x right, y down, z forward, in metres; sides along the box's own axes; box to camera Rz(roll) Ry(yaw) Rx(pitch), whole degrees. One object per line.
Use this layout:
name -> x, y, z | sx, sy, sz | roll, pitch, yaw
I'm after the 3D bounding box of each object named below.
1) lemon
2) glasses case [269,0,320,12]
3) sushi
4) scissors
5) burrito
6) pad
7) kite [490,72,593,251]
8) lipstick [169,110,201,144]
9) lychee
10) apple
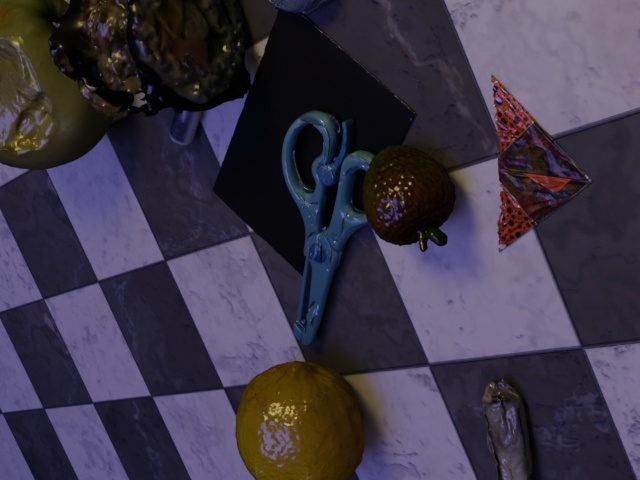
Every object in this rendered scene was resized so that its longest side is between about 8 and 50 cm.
lemon -> -0.031, 0.283, 1.403 | 0.192, 0.192, 0.231 | 15, 122, 39
glasses case -> -0.090, -0.399, 1.171 | 0.282, 0.067, 0.109 | 48, 135, 12
sushi -> -0.230, -0.270, 1.261 | 0.219, 0.238, 0.225 | -9, 112, 28
scissors -> 0.000, 0.000, 1.325 | 0.180, 0.032, 0.393 | 35, 133, 27
burrito -> 0.245, 0.265, 1.232 | 0.058, 0.045, 0.188 | -6, 107, 20
pad -> -0.025, -0.118, 1.314 | 0.247, 0.007, 0.367 | 44, 136, 18
kite -> 0.249, -0.075, 1.064 | 0.125, 0.008, 0.222 | 12, 120, 38
lipstick -> -0.194, -0.203, 1.406 | 0.040, 0.040, 0.141 | 44, 136, 18
lychee -> 0.107, -0.050, 1.142 | 0.114, 0.114, 0.146 | -50, 55, 47
apple -> -0.447, -0.248, 1.482 | 0.279, 0.279, 0.279 | 23, 127, 35
